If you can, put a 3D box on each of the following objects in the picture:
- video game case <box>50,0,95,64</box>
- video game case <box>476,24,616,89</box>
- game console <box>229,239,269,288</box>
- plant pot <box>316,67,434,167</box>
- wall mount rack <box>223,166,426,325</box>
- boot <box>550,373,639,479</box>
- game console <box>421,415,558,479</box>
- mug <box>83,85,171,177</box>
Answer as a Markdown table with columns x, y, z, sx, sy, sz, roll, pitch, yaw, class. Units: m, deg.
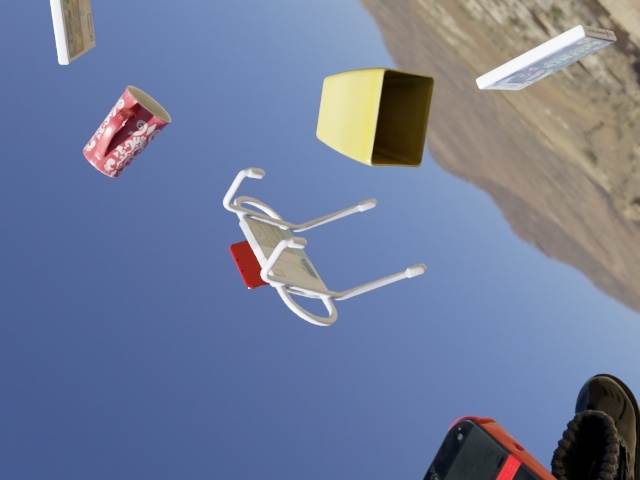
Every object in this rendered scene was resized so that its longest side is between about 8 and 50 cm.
| x | y | z | sx | sy | sz | roll | pitch | yaw | class |
| --- | --- | --- | --- | --- | --- | --- | --- | --- | --- |
| -0.459 | -0.440 | 1.728 | 0.183 | 0.023 | 0.201 | -84 | -7 | -68 | video game case |
| 0.373 | -0.296 | 1.544 | 0.173 | 0.190 | 0.022 | -13 | -100 | -56 | video game case |
| -0.112 | 0.061 | 2.035 | 0.124 | 0.085 | 0.144 | 42 | -166 | -46 | game console |
| 0.113 | -0.288 | 2.143 | 0.187 | 0.212 | 0.212 | 16 | -168 | 36 | plant pot |
| 0.000 | 0.000 | 1.649 | 0.304 | 0.130 | 0.350 | 16 | -151 | -38 | wall mount rack |
| 0.533 | 0.372 | 1.810 | 0.260 | 0.131 | 0.347 | 46 | -144 | -42 | boot |
| 0.265 | 0.530 | 1.626 | 0.060 | 0.386 | 0.342 | 19 | -168 | -33 | game console |
| -0.418 | -0.227 | 1.951 | 0.113 | 0.169 | 0.150 | 50 | -165 | 30 | mug |
